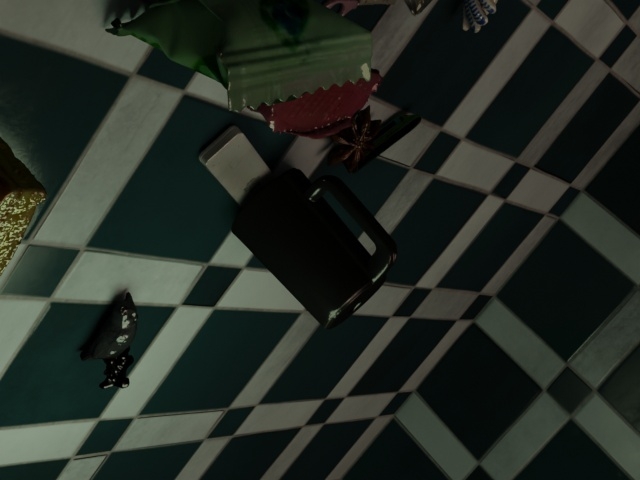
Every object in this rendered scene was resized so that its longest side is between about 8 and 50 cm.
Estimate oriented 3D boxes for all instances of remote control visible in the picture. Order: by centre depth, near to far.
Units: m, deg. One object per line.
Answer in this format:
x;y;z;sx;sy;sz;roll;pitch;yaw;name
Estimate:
-0.164;-0.143;1.889;0.103;0.034;0.250;-43;153;-2;remote control

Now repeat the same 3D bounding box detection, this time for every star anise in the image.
0.074;-0.225;2.046;0.168;0.057;0.168;-27;131;-35;star anise

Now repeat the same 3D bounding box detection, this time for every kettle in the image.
0.002;0.002;1.965;0.262;0.308;0.203;-45;168;10;kettle

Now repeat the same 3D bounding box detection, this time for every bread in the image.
-0.522;-0.071;1.321;0.184;0.234;0.110;-53;152;16;bread

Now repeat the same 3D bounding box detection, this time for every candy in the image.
-0.133;-0.308;1.360;0.263;0.398;0.172;-12;115;-34;candy

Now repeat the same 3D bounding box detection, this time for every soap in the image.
-0.028;-0.297;1.783;0.289;0.112;0.182;3;125;-52;soap

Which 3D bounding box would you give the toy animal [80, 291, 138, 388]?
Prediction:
-0.451;0.202;1.966;0.117;0.121;0.210;9;115;-2;toy animal

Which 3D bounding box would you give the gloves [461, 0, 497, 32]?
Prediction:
0.367;-0.551;1.960;0.119;0.097;0.229;-1;123;-56;gloves

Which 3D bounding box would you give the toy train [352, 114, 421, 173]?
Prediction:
0.144;-0.239;2.144;0.209;0.042;0.044;-37;157;-11;toy train

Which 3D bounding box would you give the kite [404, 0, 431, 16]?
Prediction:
0.266;-0.569;1.890;0.245;0.015;0.141;-40;154;-6;kite

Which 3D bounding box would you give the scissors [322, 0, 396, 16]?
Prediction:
0.083;-0.468;1.786;0.212;0.021;0.110;-10;139;-44;scissors
